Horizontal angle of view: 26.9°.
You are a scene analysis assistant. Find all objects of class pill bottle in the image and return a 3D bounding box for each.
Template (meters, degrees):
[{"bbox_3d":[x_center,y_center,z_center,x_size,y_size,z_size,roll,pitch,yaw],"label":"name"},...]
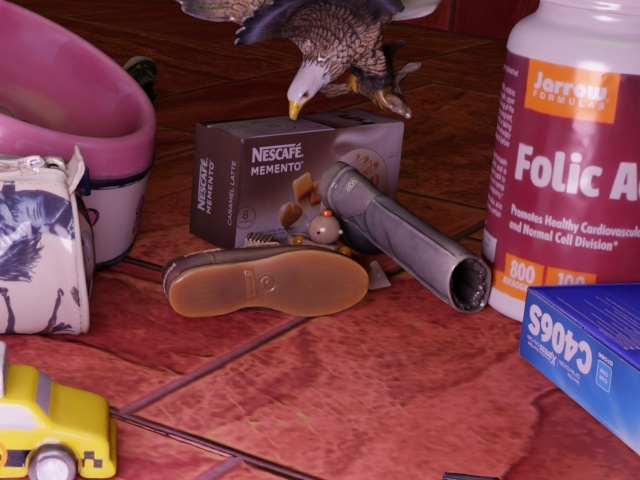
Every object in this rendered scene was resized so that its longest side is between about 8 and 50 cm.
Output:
[{"bbox_3d":[0.295,-0.115,1.395,0.224,0.392,0.224,4,17,-1],"label":"pill bottle"}]

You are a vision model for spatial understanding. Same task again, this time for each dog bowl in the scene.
[{"bbox_3d":[-0.359,-0.138,1.449,0.408,0.150,0.408,26,22,-11],"label":"dog bowl"}]

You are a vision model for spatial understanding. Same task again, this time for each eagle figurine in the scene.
[{"bbox_3d":[-0.006,-0.252,1.579,0.226,0.298,0.225,-24,46,29],"label":"eagle figurine"}]

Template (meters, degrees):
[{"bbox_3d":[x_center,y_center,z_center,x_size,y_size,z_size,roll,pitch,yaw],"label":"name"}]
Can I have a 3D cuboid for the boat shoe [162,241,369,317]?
[{"bbox_3d":[-0.057,0.034,1.355,0.207,0.073,0.073,1,20,-14],"label":"boat shoe"}]

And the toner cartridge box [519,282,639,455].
[{"bbox_3d":[0.324,0.127,1.159,0.165,0.075,0.348,-2,18,-18],"label":"toner cartridge box"}]

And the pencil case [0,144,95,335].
[{"bbox_3d":[-0.408,-0.003,1.195,0.410,0.183,0.160,1,19,-12],"label":"pencil case"}]

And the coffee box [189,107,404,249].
[{"bbox_3d":[-0.027,-0.077,1.607,0.246,0.141,0.098,-8,21,-38],"label":"coffee box"}]

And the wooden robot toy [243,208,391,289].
[{"bbox_3d":[0.000,0.000,1.471,0.173,0.079,0.076,14,19,25],"label":"wooden robot toy"}]

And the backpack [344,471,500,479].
[{"bbox_3d":[0.041,0.235,0.499,0.290,0.273,0.355,14,-2,20],"label":"backpack"}]

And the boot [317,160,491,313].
[{"bbox_3d":[0.103,0.009,1.456,0.208,0.076,0.189,31,-5,30],"label":"boot"}]

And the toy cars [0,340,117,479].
[{"bbox_3d":[-0.330,0.101,1.040,0.393,0.087,0.176,15,19,29],"label":"toy cars"}]

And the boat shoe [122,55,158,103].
[{"bbox_3d":[-0.303,-0.265,2.274,0.083,0.065,0.183,12,25,17],"label":"boat shoe"}]
